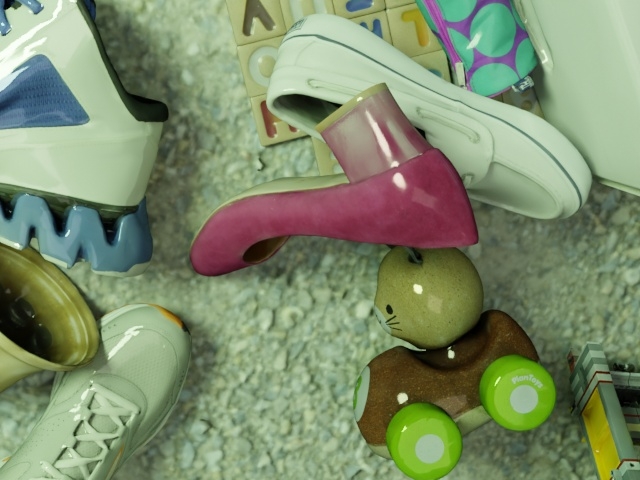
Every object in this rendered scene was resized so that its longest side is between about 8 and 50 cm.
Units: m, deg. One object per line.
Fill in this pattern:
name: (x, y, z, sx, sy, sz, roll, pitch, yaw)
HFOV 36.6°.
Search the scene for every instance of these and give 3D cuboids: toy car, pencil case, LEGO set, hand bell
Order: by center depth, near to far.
pencil case: (0.101, -0.173, 0.709, 0.070, 0.064, 0.151, -41, 109, -25)
hand bell: (-0.291, 0.117, 0.711, 0.242, 0.126, 0.126, -42, 108, 14)
toy car: (0.069, 0.057, 0.733, 0.149, 0.155, 0.188, -27, 98, -4)
LEGO set: (0.323, 0.207, 0.829, 0.331, 0.192, 0.255, -1, 134, -2)

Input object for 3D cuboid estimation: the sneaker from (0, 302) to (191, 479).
sneaker: (-0.183, 0.167, 0.720, 0.099, 0.121, 0.262, 36, 95, -18)

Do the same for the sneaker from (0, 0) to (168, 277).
sneaker: (-0.239, -0.106, 0.648, 0.315, 0.127, 0.182, 18, 96, -22)

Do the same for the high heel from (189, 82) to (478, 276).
high heel: (0.000, 0.000, 0.671, 0.244, 0.082, 0.117, -36, 85, 38)

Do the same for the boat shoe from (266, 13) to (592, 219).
boat shoe: (0.078, -0.066, 0.708, 0.258, 0.095, 0.084, 25, 59, -7)

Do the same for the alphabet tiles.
alphabet tiles: (0.054, -0.158, 0.743, 0.237, 0.009, 0.198, -15, 107, -7)

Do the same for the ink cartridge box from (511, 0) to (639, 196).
ink cartridge box: (0.336, -0.240, 0.691, 0.395, 0.166, 0.285, -27, 107, -4)
